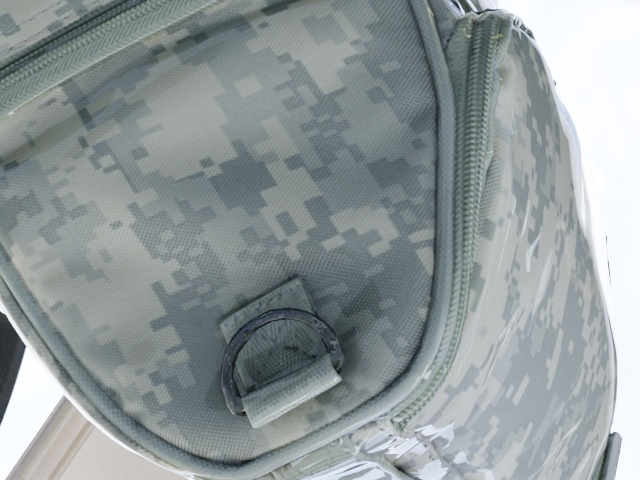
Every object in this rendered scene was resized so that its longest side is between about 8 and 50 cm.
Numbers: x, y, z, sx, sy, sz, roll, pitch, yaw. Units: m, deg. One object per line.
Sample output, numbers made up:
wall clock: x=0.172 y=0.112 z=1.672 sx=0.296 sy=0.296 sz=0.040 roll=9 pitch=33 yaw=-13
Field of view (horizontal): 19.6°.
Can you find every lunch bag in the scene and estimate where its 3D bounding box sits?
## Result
lunch bag: x=0.000 y=0.000 z=0.705 sx=0.212 sy=0.305 sz=0.256 roll=-24 pitch=-114 yaw=10

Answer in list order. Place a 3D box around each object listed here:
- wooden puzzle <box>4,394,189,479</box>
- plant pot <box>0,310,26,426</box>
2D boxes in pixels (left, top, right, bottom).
wooden puzzle: x=-0.074 y=0.105 z=1.187 sx=0.044 sy=0.238 sz=0.221 roll=38 pitch=-85 yaw=42
plant pot: x=-0.334 y=0.114 z=1.448 sx=0.167 sy=0.188 sz=0.187 roll=-57 pitch=-170 yaw=-25
